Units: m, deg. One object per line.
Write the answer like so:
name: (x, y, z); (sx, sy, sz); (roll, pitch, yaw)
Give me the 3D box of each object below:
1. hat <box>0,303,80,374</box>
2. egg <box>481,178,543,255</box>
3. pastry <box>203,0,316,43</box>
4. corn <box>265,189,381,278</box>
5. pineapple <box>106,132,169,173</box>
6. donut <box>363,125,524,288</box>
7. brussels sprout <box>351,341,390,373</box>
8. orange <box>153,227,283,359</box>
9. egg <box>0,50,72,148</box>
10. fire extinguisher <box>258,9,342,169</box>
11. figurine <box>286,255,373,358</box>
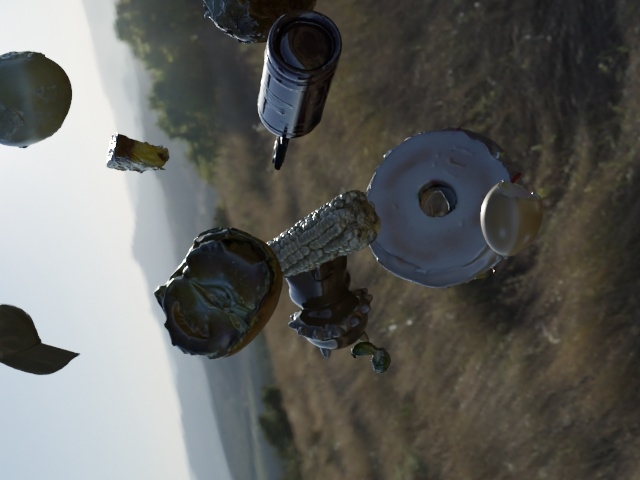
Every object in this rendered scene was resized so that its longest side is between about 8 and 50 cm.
hat: (-0.571, 0.185, 2.054); (0.166, 0.173, 0.144); (-47, -52, -78)
egg: (0.249, -0.028, 1.359); (0.080, 0.080, 0.096); (-121, 41, -57)
pastry: (-0.105, -0.412, 1.647); (0.100, 0.218, 0.229); (-36, 42, 58)
corn: (0.000, 0.000, 1.541); (0.211, 0.087, 0.087); (-32, 69, 38)
pineapple: (-0.358, -0.171, 1.981); (0.116, 0.137, 0.069); (27, -111, -68)
donut: (0.281, -0.071, 2.329); (0.142, 0.382, 0.383); (32, -145, -60)
brussels sprout: (0.106, 0.234, 2.115); (0.083, 0.051, 0.046); (33, 176, 1)
orange: (-0.117, 0.066, 1.278); (0.112, 0.170, 0.160); (8, -102, -57)
egg: (-0.517, -0.244, 1.799); (0.164, 0.201, 0.164); (28, -128, -43)
fire extinguisher: (-0.043, -0.204, 1.531); (0.344, 0.102, 0.138); (114, 167, -73)
figurine: (0.018, 0.124, 2.106); (0.247, 0.177, 0.173); (96, 158, -45)
